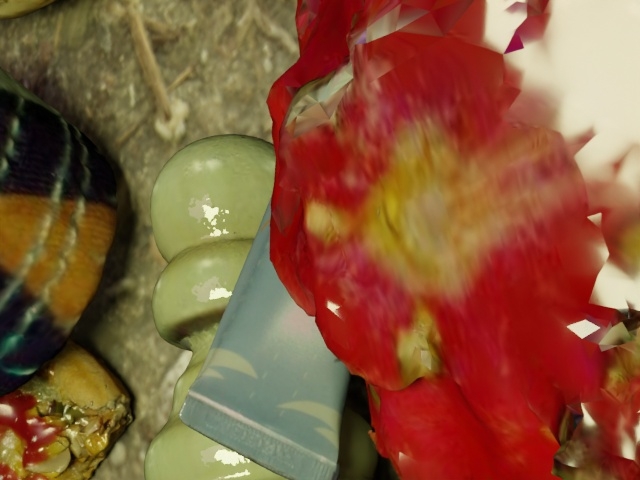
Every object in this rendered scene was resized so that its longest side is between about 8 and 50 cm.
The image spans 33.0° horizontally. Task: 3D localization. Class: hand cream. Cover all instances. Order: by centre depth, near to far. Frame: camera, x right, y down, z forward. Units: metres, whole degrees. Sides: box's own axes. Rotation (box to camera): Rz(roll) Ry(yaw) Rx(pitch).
[{"bbox_3d":[0.000,0.000,0.574,0.055,0.088,0.256,-28,37,50],"label":"hand cream"}]

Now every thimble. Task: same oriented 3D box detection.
[{"bbox_3d":[-0.260,-0.004,0.723,0.237,0.150,0.237,-22,49,28],"label":"thimble"}]

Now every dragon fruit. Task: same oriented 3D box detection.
[{"bbox_3d":[0.127,-0.047,0.416,0.386,0.249,0.371,-29,65,44],"label":"dragon fruit"}]

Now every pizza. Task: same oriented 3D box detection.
[{"bbox_3d":[-0.222,0.156,0.751,0.188,0.062,0.199,12,90,37],"label":"pizza"}]

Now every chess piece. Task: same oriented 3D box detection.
[{"bbox_3d":[-0.042,0.055,0.617,0.133,0.133,0.243,-22,64,30],"label":"chess piece"}]

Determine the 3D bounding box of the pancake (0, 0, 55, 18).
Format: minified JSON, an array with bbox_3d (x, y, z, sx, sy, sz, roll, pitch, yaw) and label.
[{"bbox_3d":[-0.216,-0.341,0.819,0.386,0.082,0.387,-10,71,30],"label":"pancake"}]
